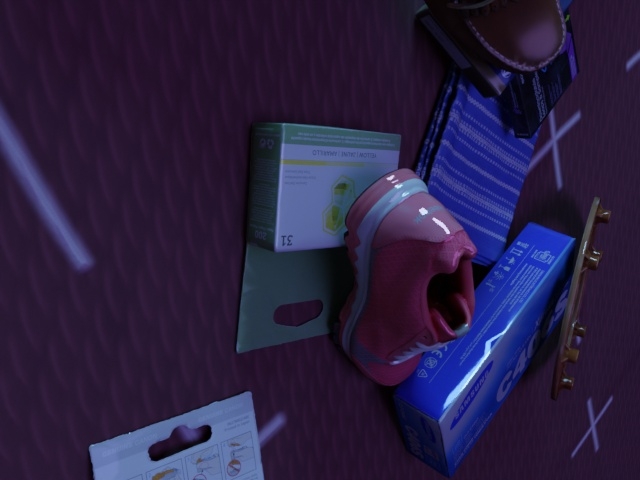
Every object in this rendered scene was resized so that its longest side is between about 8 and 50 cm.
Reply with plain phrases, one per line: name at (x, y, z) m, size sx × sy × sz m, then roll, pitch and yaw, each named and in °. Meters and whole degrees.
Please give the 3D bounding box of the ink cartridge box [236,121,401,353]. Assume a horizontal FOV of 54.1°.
ink cartridge box at (0.000, 0.000, 0.658) m, size 0.171 × 0.056 × 0.235 m, roll -4°, pitch 102°, yaw -43°

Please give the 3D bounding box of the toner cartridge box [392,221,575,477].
toner cartridge box at (0.243, 0.148, 0.889) m, size 0.348 × 0.075 × 0.165 m, roll -45°, pitch 139°, yaw -25°

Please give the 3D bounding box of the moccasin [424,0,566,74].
moccasin at (0.154, -0.318, 0.593) m, size 0.139 × 0.147 × 0.380 m, roll -36°, pitch 124°, yaw -5°

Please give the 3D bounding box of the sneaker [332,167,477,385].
sneaker at (0.095, 0.081, 0.670) m, size 0.115 × 0.136 × 0.314 m, roll -29°, pitch 140°, yaw -23°

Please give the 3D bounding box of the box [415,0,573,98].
box at (0.228, -0.300, 0.751) m, size 0.136 × 0.036 × 0.225 m, roll 42°, pitch 78°, yaw -19°

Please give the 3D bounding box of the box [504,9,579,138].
box at (0.299, -0.233, 0.851) m, size 0.162 × 0.029 × 0.116 m, roll -49°, pitch 131°, yaw -24°

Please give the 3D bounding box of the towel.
towel at (0.232, -0.138, 0.846) m, size 0.243 × 0.040 × 0.336 m, roll 19°, pitch 88°, yaw -45°

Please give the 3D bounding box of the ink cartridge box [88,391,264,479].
ink cartridge box at (-0.136, 0.283, 0.626) m, size 0.180 × 0.056 × 0.225 m, roll -10°, pitch 90°, yaw -41°

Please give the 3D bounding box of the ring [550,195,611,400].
ring at (0.424, 0.096, 1.016) m, size 0.336 × 0.032 × 0.337 m, roll -39°, pitch 136°, yaw -52°
